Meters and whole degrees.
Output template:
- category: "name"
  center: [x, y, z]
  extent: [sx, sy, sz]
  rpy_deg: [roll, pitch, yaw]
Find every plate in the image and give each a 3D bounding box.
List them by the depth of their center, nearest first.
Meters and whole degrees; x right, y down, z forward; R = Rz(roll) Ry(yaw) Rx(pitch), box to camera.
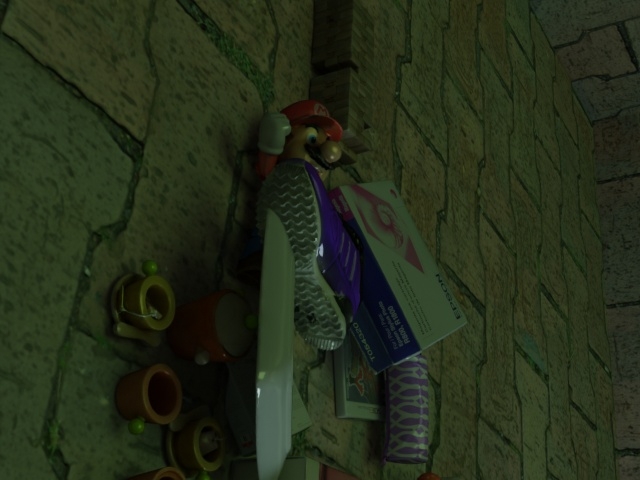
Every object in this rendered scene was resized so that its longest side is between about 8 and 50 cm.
- category: "plate"
  center: [-0.057, 0.146, 1.164]
  extent: [0.278, 0.045, 0.277]
  rpy_deg: [92, -1, -47]

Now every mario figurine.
- category: "mario figurine"
  center: [-0.026, -0.077, 1.379]
  extent: [0.198, 0.170, 0.321]
  rpy_deg: [99, 1, -69]

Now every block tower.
- category: "block tower"
  center: [0.041, -0.307, 1.675]
  extent: [0.097, 0.090, 0.336]
  rpy_deg: [36, 50, -52]

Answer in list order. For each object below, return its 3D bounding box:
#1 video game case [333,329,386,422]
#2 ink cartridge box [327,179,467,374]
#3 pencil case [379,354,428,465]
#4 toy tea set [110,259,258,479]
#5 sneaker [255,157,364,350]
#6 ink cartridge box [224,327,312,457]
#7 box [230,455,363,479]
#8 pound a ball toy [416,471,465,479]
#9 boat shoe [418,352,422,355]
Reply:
- category: "video game case"
  center: [0.077, 0.222, 1.610]
  extent: [0.183, 0.023, 0.202]
  rpy_deg: [23, 60, -56]
- category: "ink cartridge box"
  center: [0.117, 0.050, 1.614]
  extent: [0.324, 0.071, 0.330]
  rpy_deg: [63, 27, 6]
- category: "pencil case"
  center: [0.151, 0.302, 1.608]
  extent: [0.088, 0.086, 0.206]
  rpy_deg: [10, 66, -22]
- category: "toy tea set"
  center: [-0.154, 0.193, 1.105]
  extent: [0.200, 0.124, 0.336]
  rpy_deg: [21, 61, -57]
- category: "sneaker"
  center: [-0.001, 0.000, 1.291]
  extent: [0.146, 0.102, 0.294]
  rpy_deg: [-46, 133, -47]
- category: "ink cartridge box"
  center: [-0.096, 0.213, 1.309]
  extent: [0.145, 0.045, 0.179]
  rpy_deg: [-7, 67, -60]
- category: "box"
  center: [-0.017, 0.405, 1.267]
  extent: [0.232, 0.126, 0.149]
  rpy_deg: [38, 48, -50]
- category: "pound a ball toy"
  center: [0.211, 0.484, 1.560]
  extent: [0.319, 0.208, 0.136]
  rpy_deg: [-3, 83, -60]
- category: "boat shoe"
  center: [0.179, 0.234, 1.762]
  extent: [0.043, 0.049, 0.137]
  rpy_deg: [47, 39, -38]
